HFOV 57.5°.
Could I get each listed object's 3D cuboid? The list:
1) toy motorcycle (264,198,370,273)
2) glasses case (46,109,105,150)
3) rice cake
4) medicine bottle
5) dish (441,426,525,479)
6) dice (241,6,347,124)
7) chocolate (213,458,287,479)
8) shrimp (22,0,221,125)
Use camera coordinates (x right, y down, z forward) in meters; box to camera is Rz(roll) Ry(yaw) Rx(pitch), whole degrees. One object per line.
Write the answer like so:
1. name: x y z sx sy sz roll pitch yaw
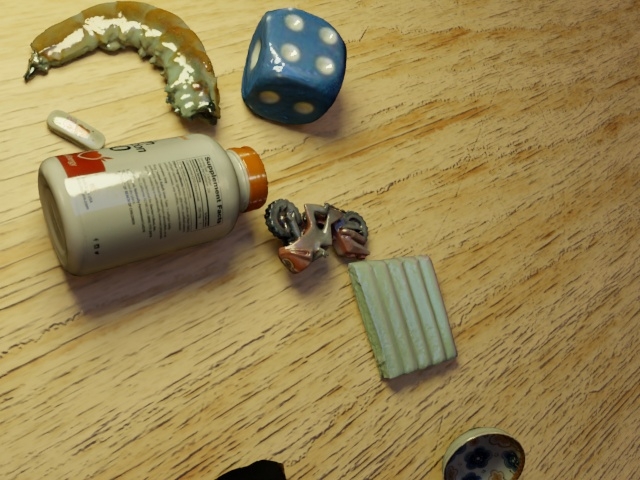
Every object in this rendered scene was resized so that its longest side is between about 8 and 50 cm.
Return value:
1. toy motorcycle: 0.000 0.000 0.952 0.212 0.084 0.118 7 68 -39
2. glasses case: -0.354 -0.159 0.847 0.083 0.021 0.032 30 63 -16
3. rice cake: 0.146 0.124 1.000 0.189 0.037 0.198 -6 81 -31
4. medicine bottle: -0.219 -0.060 0.807 0.288 0.157 0.157 -17 82 -32
5. dish: 0.259 0.354 0.976 0.141 0.078 0.141 -4 112 -9
6. dice: -0.048 -0.289 0.984 0.146 0.143 0.147 16 66 -23
7. chocolate: -0.079 0.411 0.706 0.224 0.206 0.177 -42 106 -37
8. shrimp: -0.285 -0.292 0.903 0.286 0.068 0.185 13 66 -22
